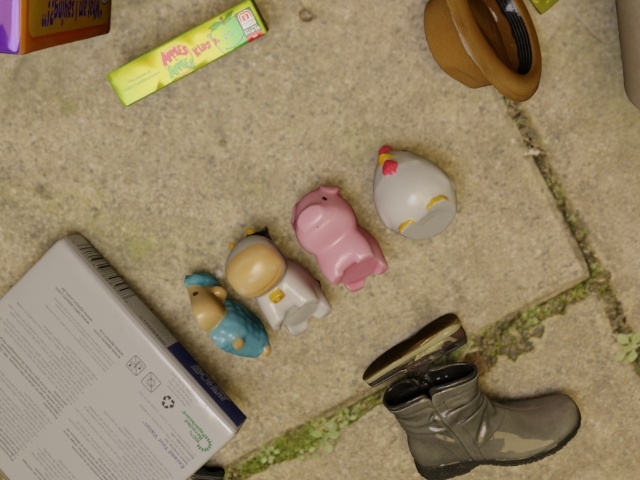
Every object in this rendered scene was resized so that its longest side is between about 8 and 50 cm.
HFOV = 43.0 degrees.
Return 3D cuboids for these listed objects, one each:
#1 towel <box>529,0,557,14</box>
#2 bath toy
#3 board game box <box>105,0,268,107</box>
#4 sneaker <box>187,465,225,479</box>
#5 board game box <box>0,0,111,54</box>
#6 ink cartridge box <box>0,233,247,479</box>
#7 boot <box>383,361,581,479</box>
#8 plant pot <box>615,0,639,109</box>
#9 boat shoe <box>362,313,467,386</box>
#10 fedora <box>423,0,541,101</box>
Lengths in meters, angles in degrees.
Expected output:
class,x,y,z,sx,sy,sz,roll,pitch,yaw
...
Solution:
class,x,y,z,sx,sy,sz,roll,pitch,yaw
towel,0.323,-0.382,0.947,0.237,0.021,0.102,-41,104,10
bath toy,0.000,0.000,1.002,0.348,0.129,0.151,-35,150,10
board game box,-0.150,-0.218,0.937,0.181,0.092,0.043,-26,105,5
sneaker,-0.208,0.282,1.111,0.188,0.067,0.078,44,79,-12
board game box,-0.395,-0.378,0.738,0.356,0.356,0.356,5,106,-5
ink cartridge box,-0.319,0.218,1.035,0.330,0.071,0.324,-43,87,12
boot,0.218,0.225,1.077,0.247,0.083,0.161,-19,122,5
plant pot,0.435,-0.294,0.839,0.334,0.333,0.305,-11,124,1
boat shoe,0.128,0.157,1.085,0.152,0.056,0.049,-33,101,7
fedora,0.177,-0.239,0.935,0.079,0.194,0.194,-22,111,42
